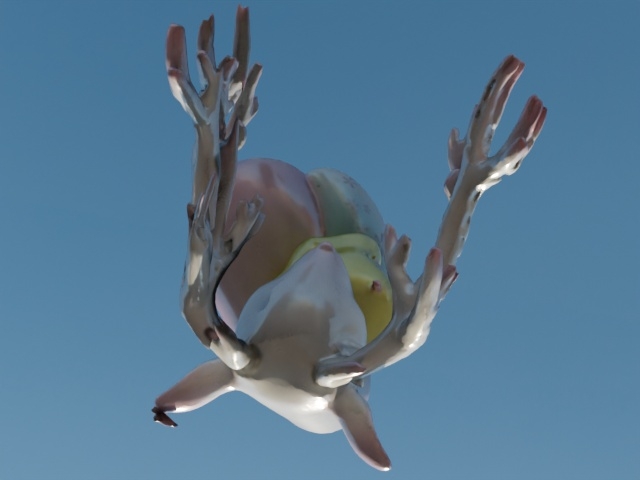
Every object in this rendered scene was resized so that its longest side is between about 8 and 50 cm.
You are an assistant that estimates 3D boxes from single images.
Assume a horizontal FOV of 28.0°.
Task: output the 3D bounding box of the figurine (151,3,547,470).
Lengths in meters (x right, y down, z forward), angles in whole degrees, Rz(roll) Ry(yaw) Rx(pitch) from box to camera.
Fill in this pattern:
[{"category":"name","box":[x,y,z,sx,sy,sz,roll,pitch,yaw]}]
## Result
[{"category":"figurine","box":[-0.014,0.002,0.818,0.206,0.315,0.284,9,-80,-8]}]
